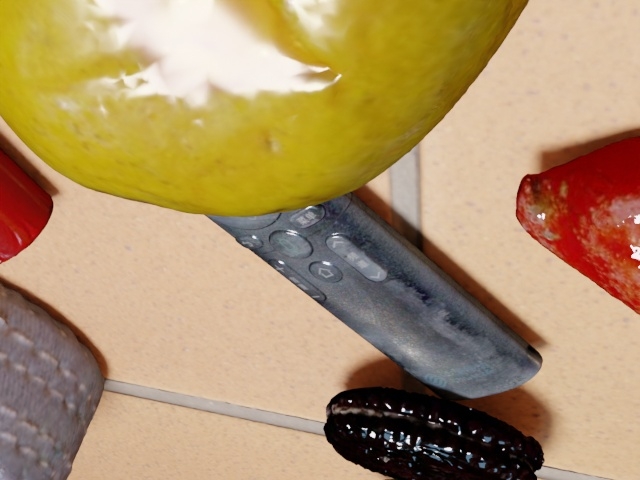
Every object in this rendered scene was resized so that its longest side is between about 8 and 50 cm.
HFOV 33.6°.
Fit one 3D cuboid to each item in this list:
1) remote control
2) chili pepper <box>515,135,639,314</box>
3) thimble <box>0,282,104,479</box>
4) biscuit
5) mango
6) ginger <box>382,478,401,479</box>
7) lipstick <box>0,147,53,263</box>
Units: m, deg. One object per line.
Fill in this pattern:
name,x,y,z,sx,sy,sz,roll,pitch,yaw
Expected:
remote control,0.000,0.000,0.738,0.377,0.044,0.107,39,137,-27
chili pepper,0.234,0.007,0.592,0.252,0.136,0.144,23,172,7
thimble,-0.323,0.151,0.981,0.205,0.172,0.236,7,142,12
biscuit,0.093,0.172,0.890,0.194,0.053,0.194,15,161,5
mango,-0.026,-0.156,0.442,0.252,0.182,0.365,28,133,-10
ginger,0.156,0.278,0.986,0.289,0.089,0.137,20,-171,-2
lipstick,-0.297,-0.091,0.729,0.073,0.073,0.280,-9,136,34
